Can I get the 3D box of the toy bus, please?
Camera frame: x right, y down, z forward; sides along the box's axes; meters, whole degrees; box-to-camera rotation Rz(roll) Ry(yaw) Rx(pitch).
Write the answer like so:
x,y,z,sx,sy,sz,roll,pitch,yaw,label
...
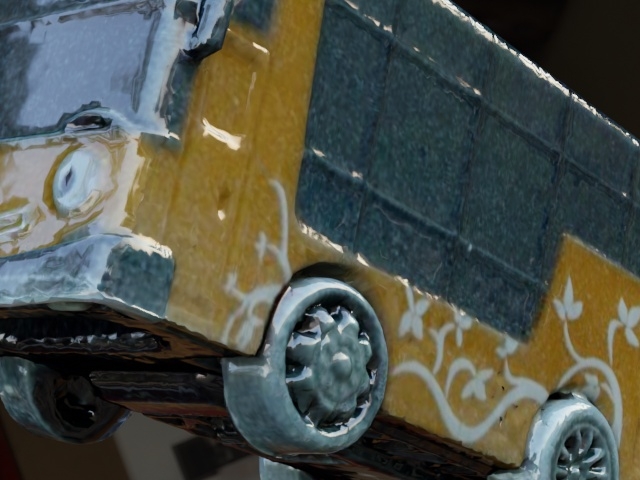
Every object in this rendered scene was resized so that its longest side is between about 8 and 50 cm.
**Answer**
x,y,z,sx,sy,sz,roll,pitch,yaw,label
0.000,0.000,0.529,0.138,0.167,0.275,-3,-21,43,toy bus
